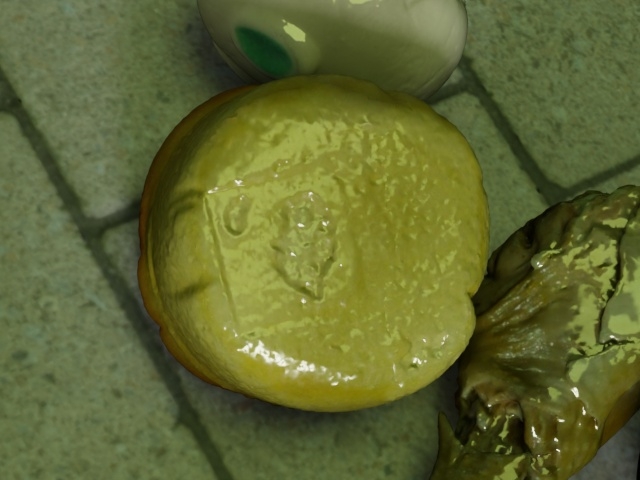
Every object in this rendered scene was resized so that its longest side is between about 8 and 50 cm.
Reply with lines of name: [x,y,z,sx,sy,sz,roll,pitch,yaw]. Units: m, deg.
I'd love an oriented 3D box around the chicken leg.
chicken leg: [0.162,0.132,1.062,0.201,0.153,0.429,15,61,33]

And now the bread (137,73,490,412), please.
bread: [0.000,0.000,1.060,0.270,0.148,0.270,2,85,-19]

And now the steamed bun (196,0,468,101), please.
steamed bun: [0.004,-0.172,1.161,0.228,0.177,0.131,17,84,-18]

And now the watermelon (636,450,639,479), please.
watermelon: [0.404,0.183,1.019,0.363,0.363,0.363,9,61,-16]
